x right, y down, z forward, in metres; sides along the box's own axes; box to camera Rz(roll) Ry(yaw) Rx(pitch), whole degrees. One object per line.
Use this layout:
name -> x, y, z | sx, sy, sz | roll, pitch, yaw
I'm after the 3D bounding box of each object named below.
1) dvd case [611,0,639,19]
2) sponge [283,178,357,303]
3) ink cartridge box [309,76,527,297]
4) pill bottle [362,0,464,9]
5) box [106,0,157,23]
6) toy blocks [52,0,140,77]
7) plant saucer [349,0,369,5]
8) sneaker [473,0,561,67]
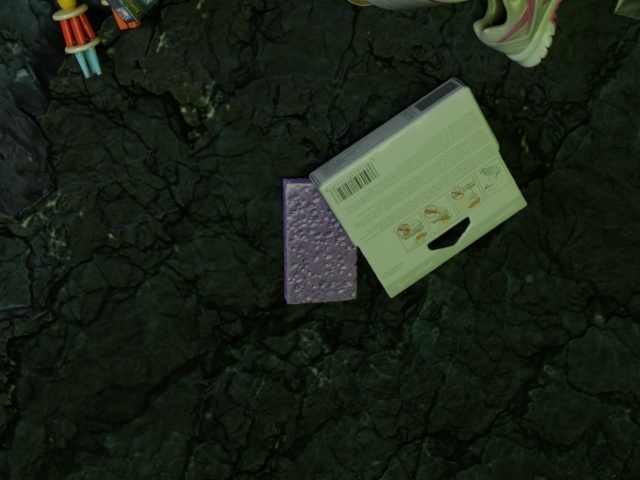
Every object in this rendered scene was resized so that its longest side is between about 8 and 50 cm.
dvd case -> 0.572, -0.402, 1.774 | 0.221, 0.018, 0.165 | 10, 112, -15
sponge -> 0.000, 0.000, 1.848 | 0.117, 0.031, 0.210 | -4, 114, -10
ink cartridge box -> 0.157, -0.080, 1.809 | 0.275, 0.060, 0.239 | -34, 121, -2
pill bottle -> 0.122, -0.388, 1.537 | 0.160, 0.283, 0.161 | -2, 98, -18
box -> -0.276, -0.432, 1.554 | 0.159, 0.044, 0.233 | -49, 116, -18
toy blocks -> -0.310, -0.313, 1.635 | 0.123, 0.054, 0.148 | -18, 116, -1
plant saucer -> 0.065, -0.384, 1.691 | 0.083, 0.015, 0.083 | -4, 114, -9
sneaker -> 0.300, -0.378, 1.682 | 0.111, 0.103, 0.252 | 7, 112, -24
